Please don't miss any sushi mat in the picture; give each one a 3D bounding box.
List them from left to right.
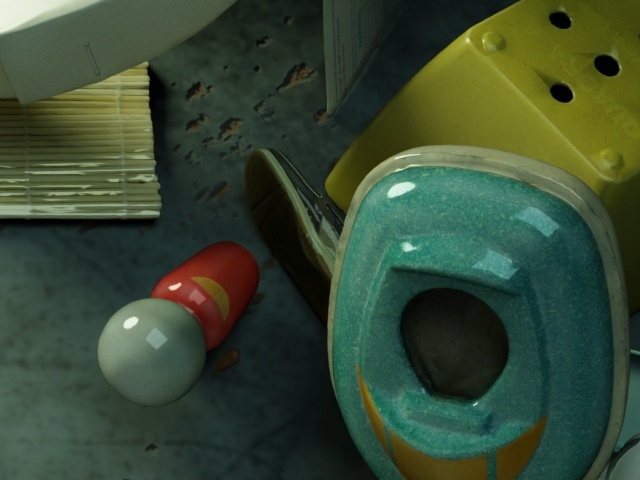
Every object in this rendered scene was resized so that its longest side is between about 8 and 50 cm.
[{"bbox_3d":[-0.269,-0.077,1.189,0.316,0.019,0.151,0,57,-17],"label":"sushi mat"}]

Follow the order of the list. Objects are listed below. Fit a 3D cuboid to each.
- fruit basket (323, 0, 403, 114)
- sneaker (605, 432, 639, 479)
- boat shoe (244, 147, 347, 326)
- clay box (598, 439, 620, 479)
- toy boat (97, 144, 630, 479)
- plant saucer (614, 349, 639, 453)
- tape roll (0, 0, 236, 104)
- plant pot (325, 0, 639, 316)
[{"bbox_3d":[0.066,-0.320,1.276,0.165,0.327,0.353,23,54,19],"label":"fruit basket"},{"bbox_3d":[0.274,0.236,1.021,0.111,0.129,0.297,-32,88,-26],"label":"sneaker"},{"bbox_3d":[0.000,0.000,1.197,0.049,0.056,0.152,-21,74,-33],"label":"boat shoe"},{"bbox_3d":[0.269,0.158,1.164,0.222,0.053,0.127,-21,64,-28],"label":"clay box"},{"bbox_3d":[0.028,0.069,1.066,0.318,0.267,0.148,7,28,22],"label":"toy boat"},{"bbox_3d":[0.146,0.090,1.135,0.192,0.018,0.067,15,94,23],"label":"plant saucer"},{"bbox_3d":[-0.199,-0.266,1.217,0.392,0.072,0.392,-6,54,8],"label":"tape roll"},{"bbox_3d":[0.165,-0.063,1.203,0.212,0.187,0.212,-31,69,-32],"label":"plant pot"}]
